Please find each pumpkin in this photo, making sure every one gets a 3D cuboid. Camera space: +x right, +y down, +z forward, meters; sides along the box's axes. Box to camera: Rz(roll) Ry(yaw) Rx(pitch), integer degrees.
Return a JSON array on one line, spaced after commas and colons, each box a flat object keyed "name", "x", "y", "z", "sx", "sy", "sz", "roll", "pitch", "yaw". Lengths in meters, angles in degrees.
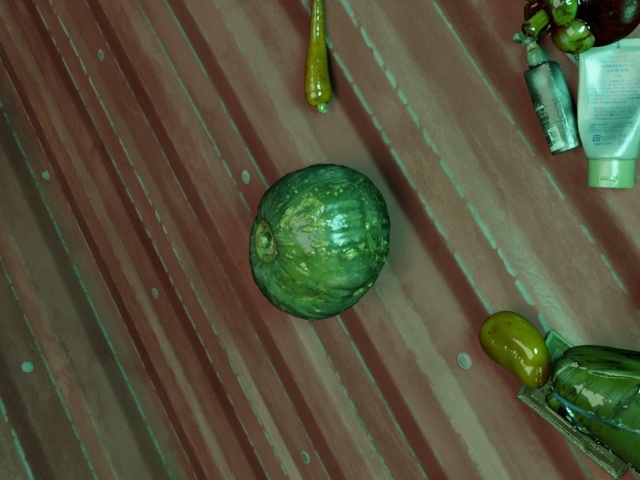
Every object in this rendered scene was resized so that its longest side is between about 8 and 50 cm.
[{"name": "pumpkin", "x": 0.000, "y": 0.000, "z": 1.635, "sx": 0.328, "sy": 0.257, "sz": 0.292, "roll": -51, "pitch": 52, "yaw": 52}]

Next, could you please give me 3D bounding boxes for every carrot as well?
[{"name": "carrot", "x": -0.011, "y": -0.398, "z": 1.671, "sx": 0.061, "sy": 0.061, "sz": 0.257, "roll": 6, "pitch": 104, "yaw": 47}]

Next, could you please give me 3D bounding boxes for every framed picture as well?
[{"name": "framed picture", "x": 0.466, "y": 0.288, "z": 1.393, "sx": 0.231, "sy": 0.010, "sz": 0.173, "roll": 39, "pitch": 129, "yaw": 34}]

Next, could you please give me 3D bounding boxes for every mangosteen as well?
[{"name": "mangosteen", "x": 0.373, "y": -0.359, "z": 1.144, "sx": 0.199, "sy": 0.199, "sz": 0.200, "roll": 19, "pitch": 116, "yaw": 44}]

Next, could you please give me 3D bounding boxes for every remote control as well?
[{"name": "remote control", "x": 0.415, "y": -0.303, "z": 1.248, "sx": 0.124, "sy": 0.017, "sz": 0.053, "roll": 57, "pitch": 136, "yaw": 18}]

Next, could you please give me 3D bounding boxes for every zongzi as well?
[{"name": "zongzi", "x": 0.526, "y": 0.195, "z": 1.164, "sx": 0.322, "sy": 0.160, "sz": 0.361, "roll": 33, "pitch": 129, "yaw": 26}]

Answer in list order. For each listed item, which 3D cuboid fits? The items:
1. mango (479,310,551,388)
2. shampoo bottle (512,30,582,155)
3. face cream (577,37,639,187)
[{"name": "mango", "x": 0.360, "y": 0.189, "z": 1.422, "sx": 0.159, "sy": 0.084, "sz": 0.105, "roll": 40, "pitch": 130, "yaw": 34}, {"name": "shampoo bottle", "x": 0.369, "y": -0.244, "z": 1.286, "sx": 0.057, "sy": 0.063, "sz": 0.208, "roll": -22, "pitch": 85, "yaw": 39}, {"name": "face cream", "x": 0.452, "y": -0.194, "z": 1.212, "sx": 0.114, "sy": 0.070, "sz": 0.224, "roll": 3, "pitch": 99, "yaw": 25}]
